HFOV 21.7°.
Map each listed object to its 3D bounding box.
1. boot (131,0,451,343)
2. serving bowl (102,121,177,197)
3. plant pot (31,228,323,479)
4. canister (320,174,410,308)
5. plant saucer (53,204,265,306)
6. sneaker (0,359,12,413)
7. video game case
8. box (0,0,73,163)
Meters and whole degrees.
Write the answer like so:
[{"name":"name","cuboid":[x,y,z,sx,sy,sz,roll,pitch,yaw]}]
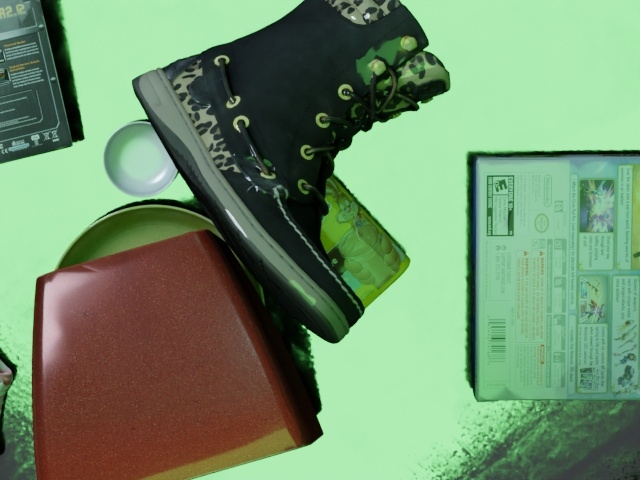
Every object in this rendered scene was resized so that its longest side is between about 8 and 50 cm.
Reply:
[{"name":"boot","cuboid":[0.008,-0.102,1.701,0.284,0.138,0.377,-33,55,-7]},{"name":"serving bowl","cuboid":[-0.195,-0.089,1.827,0.083,0.027,0.083,0,97,0]},{"name":"plant pot","cuboid":[-0.162,0.129,1.716,0.267,0.267,0.236,-17,85,2]},{"name":"canister","cuboid":[0.000,0.000,1.818,0.126,0.073,0.170,-43,97,4]},{"name":"plant saucer","cuboid":[-0.180,0.078,1.845,0.241,0.037,0.241,0,97,0]},{"name":"sneaker","cuboid":[-0.367,0.182,1.848,0.070,0.051,0.134,-19,93,7]},{"name":"video game case","cuboid":[0.289,0.040,1.831,0.244,0.061,0.270,0,98,1]},{"name":"box","cuboid":[-0.393,-0.161,1.757,0.231,0.056,0.183,-16,108,-15]}]
